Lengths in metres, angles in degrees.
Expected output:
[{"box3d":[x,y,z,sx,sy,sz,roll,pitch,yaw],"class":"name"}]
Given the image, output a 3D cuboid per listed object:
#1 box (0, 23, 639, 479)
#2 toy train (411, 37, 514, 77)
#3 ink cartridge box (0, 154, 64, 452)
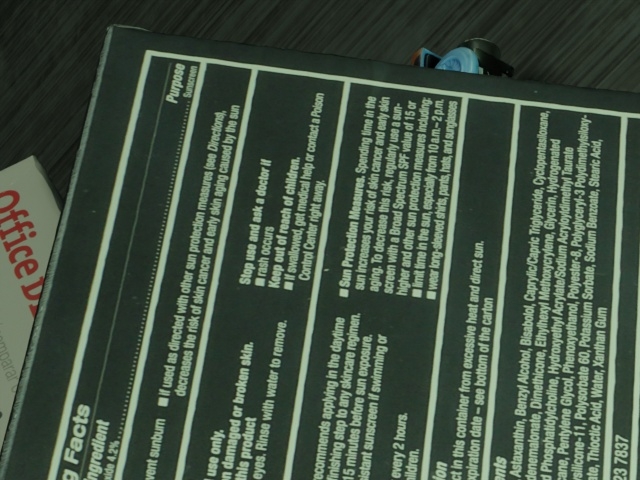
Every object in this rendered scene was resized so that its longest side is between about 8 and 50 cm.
[{"box3d":[0.017,0.075,0.940,0.182,0.294,0.296,96,-178,-56],"class":"box"},{"box3d":[0.076,-0.033,1.178,0.105,0.080,0.184,-31,45,44],"class":"toy train"},{"box3d":[-0.293,0.146,1.298,0.385,0.160,0.279,-27,39,-5],"class":"ink cartridge box"}]
